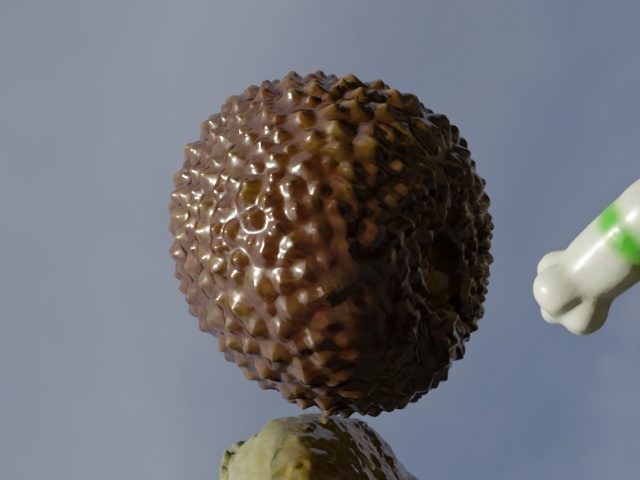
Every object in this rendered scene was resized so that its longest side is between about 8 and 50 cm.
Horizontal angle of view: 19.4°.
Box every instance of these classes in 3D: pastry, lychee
[{"bbox_3d":[0.035,0.303,1.706,0.136,0.329,0.330,-33,-38,15],"label":"pastry"},{"bbox_3d":[0.000,0.000,1.463,0.267,0.267,0.267,-24,-51,-34],"label":"lychee"}]

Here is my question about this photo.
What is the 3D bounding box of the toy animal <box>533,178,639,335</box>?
[{"bbox_3d":[0.283,-0.073,1.095,0.181,0.180,0.363,-5,-54,-42],"label":"toy animal"}]
